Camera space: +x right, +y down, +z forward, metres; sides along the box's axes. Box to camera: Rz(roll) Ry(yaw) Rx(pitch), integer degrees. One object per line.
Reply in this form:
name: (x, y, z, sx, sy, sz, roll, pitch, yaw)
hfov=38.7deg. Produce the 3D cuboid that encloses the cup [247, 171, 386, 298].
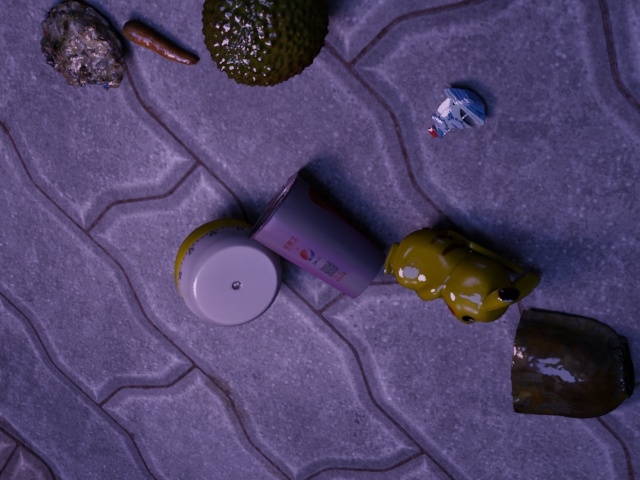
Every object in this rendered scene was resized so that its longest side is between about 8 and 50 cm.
cup: (0.000, 0.000, 2.132, 0.288, 0.203, 0.203, 37, 131, -8)

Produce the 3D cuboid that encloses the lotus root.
lotus root: (0.576, 0.318, 2.077, 0.260, 0.149, 0.267, 8, 128, 22)

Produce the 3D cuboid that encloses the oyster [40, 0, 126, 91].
oyster: (-0.564, -0.449, 2.158, 0.260, 0.092, 0.198, 39, 127, 1)

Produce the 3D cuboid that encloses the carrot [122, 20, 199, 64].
carrot: (-0.367, -0.448, 2.087, 0.191, 0.047, 0.047, 28, 130, 4)

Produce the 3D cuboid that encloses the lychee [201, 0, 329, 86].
lychee: (-0.109, -0.439, 1.816, 0.270, 0.320, 0.269, -3, 104, -12)

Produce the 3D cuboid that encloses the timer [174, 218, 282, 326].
timer: (-0.244, 0.060, 2.275, 0.285, 0.285, 0.285, 13, 127, 18)

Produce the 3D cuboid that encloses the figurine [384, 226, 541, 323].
figurine: (0.315, 0.079, 2.009, 0.327, 0.218, 0.169, 33, 113, 29)

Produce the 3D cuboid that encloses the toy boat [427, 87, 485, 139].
toy boat: (0.276, -0.271, 1.901, 0.149, 0.034, 0.105, -10, 120, 45)
